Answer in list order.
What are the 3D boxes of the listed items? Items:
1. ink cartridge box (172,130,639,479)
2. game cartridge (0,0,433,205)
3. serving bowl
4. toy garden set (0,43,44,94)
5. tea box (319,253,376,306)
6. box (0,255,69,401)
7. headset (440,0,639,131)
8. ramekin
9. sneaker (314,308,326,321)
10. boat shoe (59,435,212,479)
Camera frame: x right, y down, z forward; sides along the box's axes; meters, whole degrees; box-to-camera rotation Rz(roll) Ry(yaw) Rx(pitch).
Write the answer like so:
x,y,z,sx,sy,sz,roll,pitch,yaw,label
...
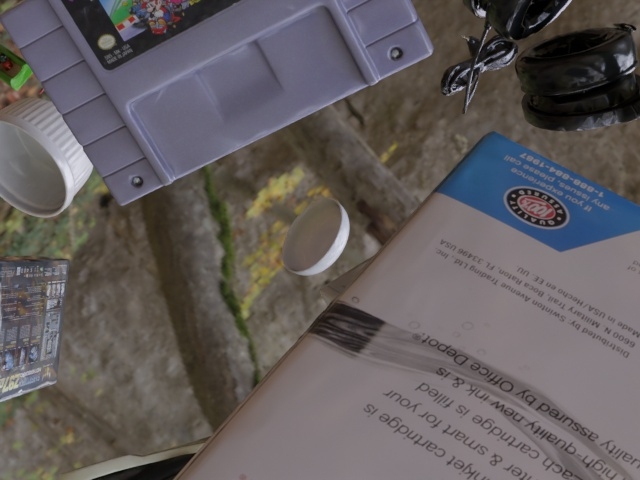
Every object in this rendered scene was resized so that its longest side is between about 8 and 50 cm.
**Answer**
x,y,z,sx,sy,sz,roll,pitch,yaw,label
0.119,0.147,0.605,0.395,0.285,0.166,-45,157,-38,ink cartridge box
-0.101,-0.201,0.933,0.355,0.230,0.068,-24,-155,15,game cartridge
0.000,0.000,0.973,0.083,0.027,0.083,-33,-140,33,serving bowl
-0.371,-0.320,1.400,0.204,0.049,0.244,33,-98,36,toy garden set
0.190,0.179,1.592,0.220,0.323,0.329,-30,-171,-7,tea box
-0.409,0.113,1.301,0.233,0.059,0.183,-2,98,-81,box
0.260,-0.236,1.045,0.185,0.243,0.394,-31,-176,-30,headset
-0.501,-0.154,1.745,0.207,0.207,0.109,-30,-163,45,ramekin
0.026,0.127,1.086,0.292,0.110,0.118,-126,-140,-84,sneaker
-0.179,0.332,1.343,0.340,0.113,0.127,-12,171,-5,boat shoe
